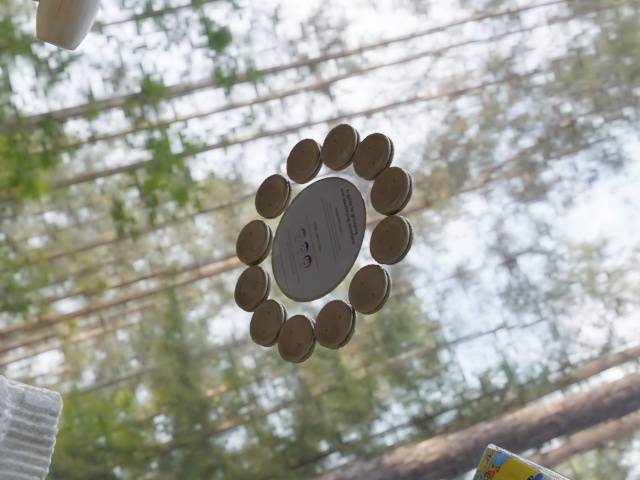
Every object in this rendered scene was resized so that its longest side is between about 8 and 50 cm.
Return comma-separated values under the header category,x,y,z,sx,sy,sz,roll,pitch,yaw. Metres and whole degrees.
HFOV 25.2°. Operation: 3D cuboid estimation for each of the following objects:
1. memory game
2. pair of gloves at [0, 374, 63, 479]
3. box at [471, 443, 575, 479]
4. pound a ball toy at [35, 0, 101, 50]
category,x,y,z,sx,sy,sz,roll,pitch,yaw
memory game,0.000,0.000,1.066,0.186,0.012,0.186,-23,-124,39
pair of gloves,-0.221,0.166,0.740,0.042,0.204,0.240,8,-109,30
box,0.179,0.328,1.014,0.290,0.177,0.279,-67,-168,-3
pound a ball toy,-0.353,-0.183,1.119,0.319,0.208,0.136,7,-96,35
